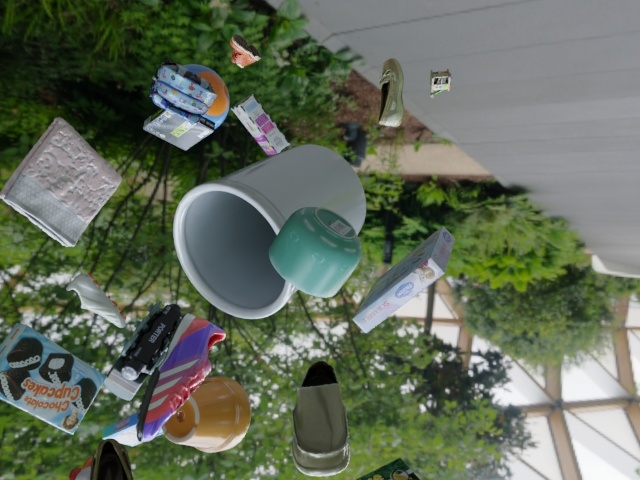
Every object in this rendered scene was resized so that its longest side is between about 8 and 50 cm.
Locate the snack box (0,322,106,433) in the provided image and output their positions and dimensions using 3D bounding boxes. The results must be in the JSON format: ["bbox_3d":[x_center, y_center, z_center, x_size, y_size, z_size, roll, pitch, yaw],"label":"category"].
[{"bbox_3d":[-0.773,0.394,1.536,0.060,0.187,0.322,3,144,32],"label":"snack box"}]

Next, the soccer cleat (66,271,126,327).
[{"bbox_3d":[-0.613,0.175,1.504,0.076,0.196,0.068,-40,-152,-18],"label":"soccer cleat"}]

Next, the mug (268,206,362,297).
[{"bbox_3d":[-0.006,0.001,0.853,0.130,0.097,0.157,16,-150,-35],"label":"mug"}]

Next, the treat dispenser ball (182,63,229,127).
[{"bbox_3d":[-0.528,-0.592,2.302,0.288,0.288,0.288,4,177,0],"label":"treat dispenser ball"}]

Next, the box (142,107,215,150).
[{"bbox_3d":[-0.508,-0.412,1.963,0.191,0.045,0.184,-20,144,40],"label":"box"}]

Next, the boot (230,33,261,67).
[{"bbox_3d":[-0.261,-0.606,1.768,0.085,0.059,0.158,-24,168,16],"label":"boot"}]

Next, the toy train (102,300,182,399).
[{"bbox_3d":[-0.527,0.325,1.662,0.142,0.190,0.334,35,-154,-9],"label":"toy train"}]

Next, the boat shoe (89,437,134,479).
[{"bbox_3d":[-0.432,0.565,1.130,0.111,0.307,0.104,-11,139,-25],"label":"boat shoe"}]

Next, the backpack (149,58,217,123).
[{"bbox_3d":[-0.339,-0.365,1.352,0.158,0.116,0.173,26,-174,-25],"label":"backpack"}]

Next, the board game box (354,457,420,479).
[{"bbox_3d":[0.146,0.678,1.444,0.260,0.030,0.136,-16,-154,-26],"label":"board game box"}]

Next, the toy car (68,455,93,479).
[{"bbox_3d":[-0.581,0.632,1.364,0.136,0.181,0.159,12,164,21],"label":"toy car"}]

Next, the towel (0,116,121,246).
[{"bbox_3d":[-0.830,-0.178,1.782,0.053,0.316,0.332,17,158,24],"label":"towel"}]

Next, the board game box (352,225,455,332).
[{"bbox_3d":[0.269,0.116,1.715,0.319,0.066,0.318,-42,-179,27],"label":"board game box"}]

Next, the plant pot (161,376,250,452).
[{"bbox_3d":[-0.325,0.475,1.488,0.205,0.205,0.188,3,168,25],"label":"plant pot"}]

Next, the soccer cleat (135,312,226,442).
[{"bbox_3d":[-0.316,0.310,1.241,0.117,0.318,0.108,18,136,-2],"label":"soccer cleat"}]

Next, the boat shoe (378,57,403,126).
[{"bbox_3d":[0.142,-0.315,1.152,0.048,0.152,0.056,2,171,-19],"label":"boat shoe"}]

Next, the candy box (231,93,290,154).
[{"bbox_3d":[-0.229,-0.438,2.088,0.233,0.071,0.159,51,169,-20],"label":"candy box"}]

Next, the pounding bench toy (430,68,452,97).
[{"bbox_3d":[0.391,-0.506,1.773,0.065,0.052,0.083,-2,136,5],"label":"pounding bench toy"}]

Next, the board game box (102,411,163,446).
[{"bbox_3d":[-0.706,0.729,2.114,0.210,0.047,0.160,-27,141,17],"label":"board game box"}]

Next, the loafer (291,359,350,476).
[{"bbox_3d":[-0.005,0.303,0.962,0.102,0.092,0.268,-7,-163,-2],"label":"loafer"}]

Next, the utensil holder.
[{"bbox_3d":[-0.103,-0.040,1.335,0.328,0.327,0.385,3,-157,32],"label":"utensil holder"}]
